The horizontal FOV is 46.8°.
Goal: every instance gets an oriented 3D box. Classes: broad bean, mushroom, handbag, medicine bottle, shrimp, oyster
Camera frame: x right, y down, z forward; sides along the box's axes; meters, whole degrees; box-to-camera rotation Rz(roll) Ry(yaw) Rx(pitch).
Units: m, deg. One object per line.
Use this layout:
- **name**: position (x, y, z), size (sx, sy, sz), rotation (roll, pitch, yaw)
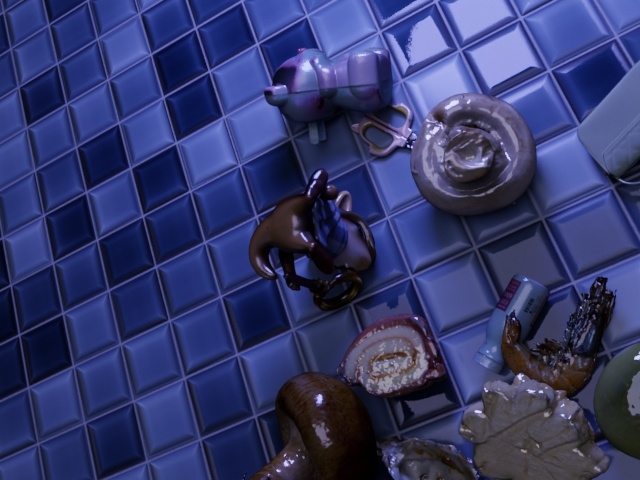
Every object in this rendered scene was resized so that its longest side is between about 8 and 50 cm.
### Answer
- **broad bean**: position (0.689, 0.311, 1.472), size (0.291, 0.119, 0.238), rotation (-31, 75, 15)
- **mushroom**: position (-0.034, 0.484, 1.599), size (0.356, 0.331, 0.334), rotation (-34, 35, -10)
- **handbag**: position (0.695, -0.240, 1.585), size (0.256, 0.079, 0.219), rotation (-53, 52, 38)
- **medicine bottle**: position (0.417, 0.186, 1.635), size (0.090, 0.090, 0.216), rotation (29, 89, 27)
- **mushroom**: position (0.340, -0.202, 1.659), size (0.293, 0.290, 0.292), rotation (-1, 86, 12)
- **shrimp**: position (0.501, 0.185, 1.570), size (0.222, 0.054, 0.290), rotation (28, 89, -4)
- **oyster**: position (0.267, 0.539, 1.581), size (0.204, 0.111, 0.396), rotation (-45, 58, 16)

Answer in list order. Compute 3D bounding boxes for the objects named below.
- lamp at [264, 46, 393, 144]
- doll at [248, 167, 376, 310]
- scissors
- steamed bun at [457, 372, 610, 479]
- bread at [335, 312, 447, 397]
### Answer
- **lamp**: position (0.028, -0.376, 1.901), size (0.301, 0.247, 0.247), rotation (-2, 110, 21)
- **doll**: position (0.003, 0.002, 1.727), size (0.209, 0.340, 0.317), rotation (33, 100, 27)
- **scissors**: position (0.222, -0.257, 1.878), size (0.318, 0.024, 0.160), rotation (33, 90, 27)
- **steamed bun**: position (0.444, 0.405, 1.515), size (0.296, 0.137, 0.292), rotation (0, 110, 32)
- **bread**: position (0.163, 0.270, 1.702), size (0.244, 0.123, 0.190), rotation (-21, 67, 16)
